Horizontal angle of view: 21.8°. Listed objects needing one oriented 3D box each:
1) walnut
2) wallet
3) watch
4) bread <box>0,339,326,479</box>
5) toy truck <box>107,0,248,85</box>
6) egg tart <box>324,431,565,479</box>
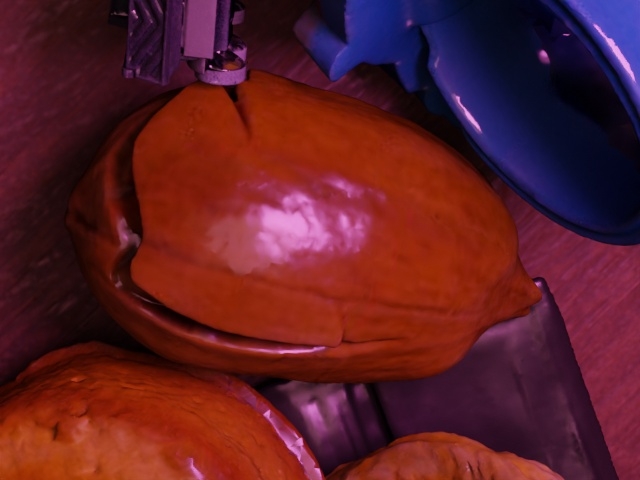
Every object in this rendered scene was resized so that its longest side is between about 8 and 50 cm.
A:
[{"bbox_3d":[0.000,0.000,1.104,0.336,0.209,0.209,14,99,-21],"label":"walnut"},{"bbox_3d":[0.058,0.193,1.230,0.323,0.041,0.247,-21,105,0],"label":"wallet"},{"bbox_3d":[0.154,-0.113,1.036,0.241,0.274,0.305,-40,149,-15],"label":"watch"},{"bbox_3d":[-0.142,0.217,1.106,0.312,0.172,0.312,0,92,12],"label":"bread"},{"bbox_3d":[-0.089,-0.163,1.054,0.092,0.192,0.083,4,114,-5],"label":"toy truck"},{"bbox_3d":[0.104,0.282,1.136,0.128,0.319,0.319,10,102,-52],"label":"egg tart"}]
